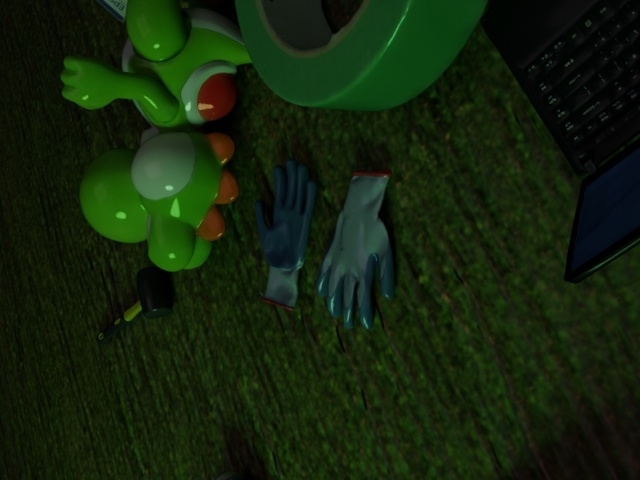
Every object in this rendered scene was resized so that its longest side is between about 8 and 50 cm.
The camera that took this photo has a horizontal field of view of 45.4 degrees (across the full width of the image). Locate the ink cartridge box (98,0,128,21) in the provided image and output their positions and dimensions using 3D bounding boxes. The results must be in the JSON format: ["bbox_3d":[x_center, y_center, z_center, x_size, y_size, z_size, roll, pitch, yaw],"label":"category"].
[{"bbox_3d":[-0.206,-0.433,0.899,0.165,0.065,0.332,41,126,-14],"label":"ink cartridge box"}]

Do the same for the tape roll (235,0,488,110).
[{"bbox_3d":[0.026,-0.276,0.667,0.321,0.077,0.321,3,94,57],"label":"tape roll"}]

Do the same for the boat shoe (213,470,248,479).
[{"bbox_3d":[-0.098,0.346,0.817,0.066,0.066,0.183,11,96,43],"label":"boat shoe"}]

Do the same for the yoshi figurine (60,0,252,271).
[{"bbox_3d":[-0.201,-0.147,0.871,0.203,0.203,0.362,1,91,61],"label":"yoshi figurine"}]

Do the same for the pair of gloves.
[{"bbox_3d":[0.000,0.000,0.766,0.198,0.023,0.159,10,93,44],"label":"pair of gloves"}]

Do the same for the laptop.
[{"bbox_3d":[0.210,-0.141,0.481,0.234,0.136,0.264,-42,60,35],"label":"laptop"}]

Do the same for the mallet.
[{"bbox_3d":[-0.248,0.105,1.004,0.189,0.039,0.062,-45,55,39],"label":"mallet"}]
